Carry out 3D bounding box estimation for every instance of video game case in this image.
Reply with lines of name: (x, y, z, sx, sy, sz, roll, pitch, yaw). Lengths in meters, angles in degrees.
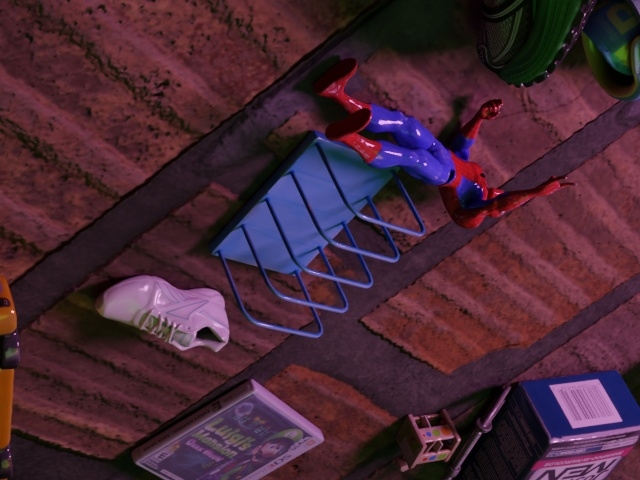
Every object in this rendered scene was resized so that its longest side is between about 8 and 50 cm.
video game case: (-0.108, 0.249, 1.599, 0.173, 0.022, 0.190, -32, 144, 9)

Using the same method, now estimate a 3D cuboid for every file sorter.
file sorter: (0.000, 0.000, 1.277, 0.118, 0.104, 0.170, 16, 128, -43)

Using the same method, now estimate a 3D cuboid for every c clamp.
c clamp: (0.202, 0.265, 1.745, 0.137, 0.022, 0.160, -40, 161, -52)

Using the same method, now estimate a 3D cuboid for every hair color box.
hair color box: (0.301, 0.334, 1.879, 0.174, 0.105, 0.347, -3, 140, -27)

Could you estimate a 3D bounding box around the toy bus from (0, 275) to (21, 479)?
toy bus: (-0.347, 0.136, 1.221, 0.108, 0.130, 0.332, -8, 141, -21)

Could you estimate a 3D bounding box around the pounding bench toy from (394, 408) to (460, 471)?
pounding bench toy: (0.140, 0.270, 1.746, 0.065, 0.052, 0.083, -5, 140, -27)

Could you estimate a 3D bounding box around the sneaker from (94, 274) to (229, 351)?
sneaker: (-0.152, 0.075, 1.320, 0.152, 0.061, 0.053, 10, 133, -37)

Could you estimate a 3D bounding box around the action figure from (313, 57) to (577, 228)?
action figure: (0.131, -0.093, 1.242, 0.139, 0.091, 0.280, -27, 146, 24)

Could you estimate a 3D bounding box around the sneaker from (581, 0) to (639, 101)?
sneaker: (0.343, -0.236, 1.155, 0.208, 0.127, 0.319, -11, 142, -26)

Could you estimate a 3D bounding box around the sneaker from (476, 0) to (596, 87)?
sneaker: (0.169, -0.253, 1.063, 0.134, 0.146, 0.343, -60, 168, -25)
